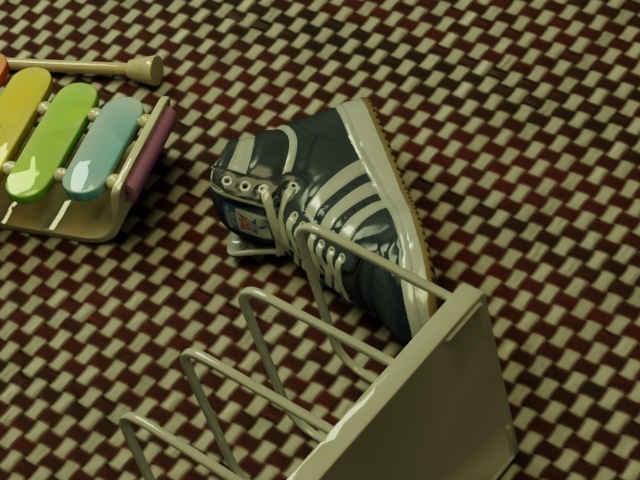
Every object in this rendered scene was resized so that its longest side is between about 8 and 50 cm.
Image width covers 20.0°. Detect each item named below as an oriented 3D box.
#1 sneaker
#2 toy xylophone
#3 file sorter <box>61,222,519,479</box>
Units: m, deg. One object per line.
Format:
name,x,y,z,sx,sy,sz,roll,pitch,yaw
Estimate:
sneaker,0.000,0.000,1.446,0.153,0.099,0.282,-13,42,-4
toy xylophone,-0.273,-0.102,1.612,0.323,0.081,0.236,2,51,15
file sorter,-0.021,0.156,1.262,0.173,0.193,0.277,26,60,33
